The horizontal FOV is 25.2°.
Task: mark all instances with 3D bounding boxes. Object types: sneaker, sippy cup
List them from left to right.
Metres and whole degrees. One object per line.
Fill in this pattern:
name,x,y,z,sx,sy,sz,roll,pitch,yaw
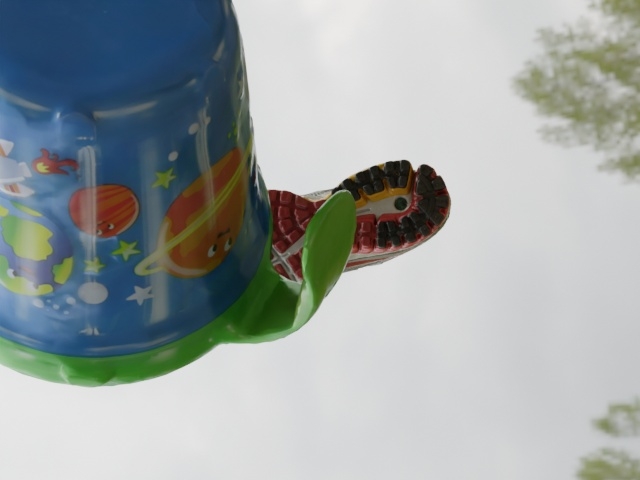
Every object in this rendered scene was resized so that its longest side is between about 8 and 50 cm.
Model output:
sippy cup,-0.138,-0.065,0.882,0.224,0.306,0.240,99,167,-52
sneaker,0.000,0.000,1.169,0.093,0.225,0.088,36,-136,-75
